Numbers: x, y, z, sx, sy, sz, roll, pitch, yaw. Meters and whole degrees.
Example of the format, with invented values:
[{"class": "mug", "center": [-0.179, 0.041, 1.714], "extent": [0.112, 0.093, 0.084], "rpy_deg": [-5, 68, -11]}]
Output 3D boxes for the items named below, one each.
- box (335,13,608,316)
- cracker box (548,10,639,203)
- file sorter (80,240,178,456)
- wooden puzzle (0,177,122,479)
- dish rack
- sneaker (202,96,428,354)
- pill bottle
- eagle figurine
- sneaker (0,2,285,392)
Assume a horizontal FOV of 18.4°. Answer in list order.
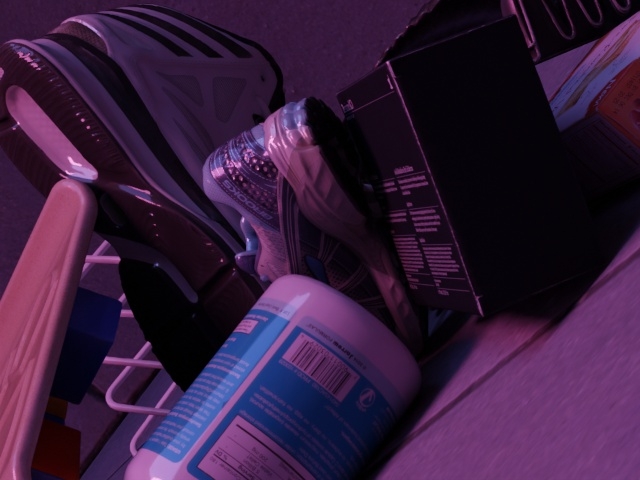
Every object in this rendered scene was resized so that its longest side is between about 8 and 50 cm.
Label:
[{"class": "box", "center": [0.102, -0.050, 1.431], "extent": [0.103, 0.184, 0.261], "rpy_deg": [-24, 3, -6]}, {"class": "cracker box", "center": [0.231, -0.108, 1.491], "extent": [0.155, 0.067, 0.232], "rpy_deg": [-50, 5, -17]}, {"class": "file sorter", "center": [-0.133, 0.068, 1.948], "extent": [0.173, 0.277, 0.193], "rpy_deg": [1, 38, 33]}, {"class": "wooden puzzle", "center": [-0.247, 0.172, 1.652], "extent": [0.347, 0.081, 0.322], "rpy_deg": [-88, 21, -43]}, {"class": "dish rack", "center": [0.284, -0.233, 1.566], "extent": [0.208, 0.074, 0.271], "rpy_deg": [-26, 0, -40]}, {"class": "sneaker", "center": [0.000, 0.000, 1.599], "extent": [0.122, 0.283, 0.110], "rpy_deg": [-19, 42, 16]}, {"class": "pill bottle", "center": [-0.051, 0.165, 1.507], "extent": [0.264, 0.146, 0.146], "rpy_deg": [-51, 5, -16]}, {"class": "eagle figurine", "center": [0.103, -0.113, 1.813], "extent": [0.225, 0.298, 0.226], "rpy_deg": [-9, 18, -34]}, {"class": "sneaker", "center": [-0.067, -0.037, 1.739], "extent": [0.257, 0.447, 0.169], "rpy_deg": [-34, -6, -41]}]
